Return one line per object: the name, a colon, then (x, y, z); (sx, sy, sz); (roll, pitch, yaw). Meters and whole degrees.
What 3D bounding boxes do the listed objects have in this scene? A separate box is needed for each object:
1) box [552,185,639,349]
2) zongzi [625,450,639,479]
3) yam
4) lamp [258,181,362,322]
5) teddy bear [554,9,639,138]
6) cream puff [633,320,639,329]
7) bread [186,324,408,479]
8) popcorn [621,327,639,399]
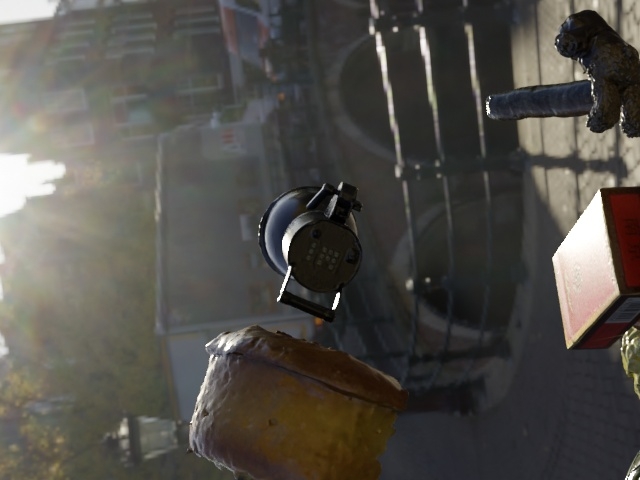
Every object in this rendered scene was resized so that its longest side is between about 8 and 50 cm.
box: (0.391, 0.045, 1.280); (0.240, 0.074, 0.153); (95, 168, -66)
zongzi: (0.341, 0.240, 0.933); (0.109, 0.055, 0.119); (-57, -19, -30)
yam: (0.370, -0.216, 1.441); (0.274, 0.061, 0.061); (6, 105, 55)
lamp: (0.000, 0.000, 1.265); (0.172, 0.147, 0.227); (-65, 10, 3)
teddy bear: (0.321, -0.198, 1.041); (0.078, 0.119, 0.160); (-48, 50, 48)
cream puff: (0.576, 0.120, 1.323); (0.241, 0.268, 0.155); (-50, -40, -63)
bread: (-0.061, 0.209, 1.136); (0.340, 0.179, 0.194); (-2, 68, 62)
popcorn: (0.659, 0.227, 1.670); (0.251, 0.205, 0.237); (36, -147, -61)
